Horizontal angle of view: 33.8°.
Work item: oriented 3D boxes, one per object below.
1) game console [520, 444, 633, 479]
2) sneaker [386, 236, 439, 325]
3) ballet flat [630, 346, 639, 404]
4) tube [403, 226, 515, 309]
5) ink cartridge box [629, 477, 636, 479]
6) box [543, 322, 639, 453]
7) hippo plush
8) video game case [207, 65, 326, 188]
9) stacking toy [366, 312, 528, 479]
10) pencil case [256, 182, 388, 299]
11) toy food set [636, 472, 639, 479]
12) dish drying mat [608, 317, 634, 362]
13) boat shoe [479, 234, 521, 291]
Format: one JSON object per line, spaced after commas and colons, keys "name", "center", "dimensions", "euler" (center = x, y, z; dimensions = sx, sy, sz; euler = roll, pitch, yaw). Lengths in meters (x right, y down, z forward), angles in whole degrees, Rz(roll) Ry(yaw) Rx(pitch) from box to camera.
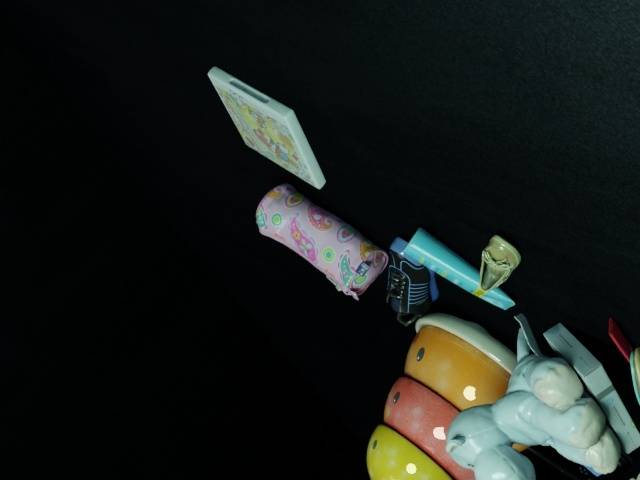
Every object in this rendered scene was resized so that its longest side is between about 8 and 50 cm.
{"name": "game console", "center": [0.524, 0.453, 2.150], "dimensions": [0.213, 0.044, 0.361], "euler": [32, 156, 8]}
{"name": "sneaker", "center": [0.164, 0.084, 1.997], "dimensions": [0.081, 0.090, 0.232], "euler": [32, 164, 33]}
{"name": "ballet flat", "center": [0.522, 0.256, 1.584], "dimensions": [0.073, 0.080, 0.232], "euler": [-6, 119, 26]}
{"name": "tube", "center": [0.241, 0.055, 1.812], "dimensions": [0.207, 0.052, 0.080], "euler": [34, 175, 4]}
{"name": "ink cartridge box", "center": [0.623, 0.634, 2.209], "dimensions": [0.114, 0.198, 0.273], "euler": [37, 165, 21]}
{"name": "box", "center": [0.443, 0.239, 1.705], "dimensions": [0.186, 0.038, 0.145], "euler": [57, 180, -26]}
{"name": "hippo plush", "center": [0.317, 0.299, 1.718], "dimensions": [0.294, 0.236, 0.234], "euler": [56, -179, 21]}
{"name": "video game case", "center": [-0.098, -0.207, 1.951], "dimensions": [0.206, 0.026, 0.227], "euler": [33, 164, 31]}
{"name": "stacking toy", "center": [0.208, 0.413, 2.066], "dimensions": [0.350, 0.480, 0.351], "euler": [38, 165, 12]}
{"name": "pencil case", "center": [0.000, 0.000, 2.124], "dimensions": [0.284, 0.124, 0.124], "euler": [36, 165, 24]}
{"name": "toy food set", "center": [0.630, 0.415, 1.756], "dimensions": [0.219, 0.092, 0.306], "euler": [33, 163, 28]}
{"name": "dish drying mat", "center": [0.452, 0.153, 1.575], "dimensions": [0.008, 0.032, 0.083], "euler": [-18, 127, 33]}
{"name": "boat shoe", "center": [0.275, 0.038, 1.651], "dimensions": [0.056, 0.048, 0.153], "euler": [38, 166, 13]}
